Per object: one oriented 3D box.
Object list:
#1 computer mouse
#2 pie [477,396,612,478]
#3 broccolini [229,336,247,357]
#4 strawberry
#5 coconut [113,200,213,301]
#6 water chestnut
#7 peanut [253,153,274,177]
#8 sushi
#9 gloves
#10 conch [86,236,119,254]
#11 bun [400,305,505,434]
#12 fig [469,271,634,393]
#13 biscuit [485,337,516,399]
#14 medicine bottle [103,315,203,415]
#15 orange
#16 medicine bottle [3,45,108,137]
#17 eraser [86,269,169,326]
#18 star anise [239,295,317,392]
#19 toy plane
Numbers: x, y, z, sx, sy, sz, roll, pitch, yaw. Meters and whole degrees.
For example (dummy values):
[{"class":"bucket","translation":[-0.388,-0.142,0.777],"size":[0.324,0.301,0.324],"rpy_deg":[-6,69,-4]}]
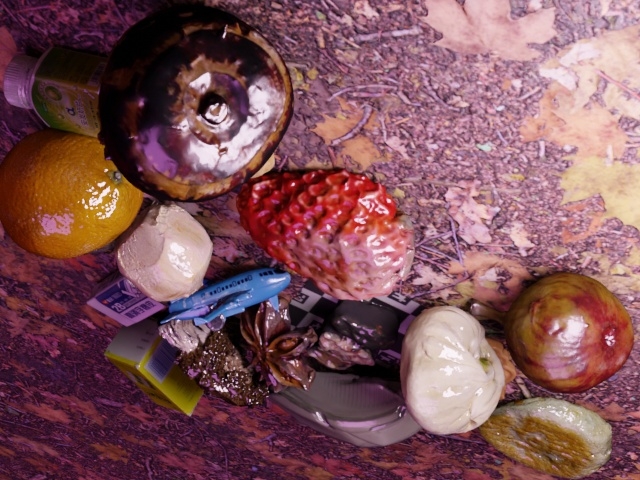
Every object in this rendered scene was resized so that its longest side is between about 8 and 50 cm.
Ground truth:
[{"class":"computer mouse","translation":[0.070,0.411,2.097],"size":[0.429,0.145,0.228],"rpy_deg":[0,156,26]},{"class":"pie","translation":[0.508,0.447,2.026],"size":[0.323,0.070,0.323],"rpy_deg":[16,146,12]},{"class":"broccolini","translation":[-0.255,0.267,2.189],"size":[0.074,0.058,0.201],"rpy_deg":[51,152,-20]},{"class":"strawberry","translation":[0.000,0.000,1.583],"size":[0.336,0.149,0.265],"rpy_deg":[16,147,7]},{"class":"coconut","translation":[-0.302,0.031,1.755],"size":[0.194,0.194,0.194],"rpy_deg":[13,145,9]},{"class":"water chestnut","translation":[-0.193,-0.199,1.308],"size":[0.300,0.300,0.300],"rpy_deg":[13,145,9]},{"class":"peanut","translation":[-0.185,-0.164,1.490],"size":[0.226,0.095,0.108],"rpy_deg":[20,149,-1]},{"class":"sushi","translation":[0.059,0.218,1.897],"size":[0.296,0.100,0.373],"rpy_deg":[27,145,-10]},{"class":"gloves","translation":[-0.244,0.270,2.008],"size":[0.312,0.135,0.210],"rpy_deg":[51,172,-5]},{"class":"conch","translation":[-0.475,-0.002,1.884],"size":[0.095,0.079,0.201],"rpy_deg":[13,165,-12]},{"class":"bun","translation":[0.260,0.253,1.708],"size":[0.160,0.259,0.259],"rpy_deg":[-9,137,44]},{"class":"fig","translation":[0.393,0.144,1.600],"size":[0.217,0.217,0.321],"rpy_deg":[44,167,-32]},{"class":"biscuit","translation":[0.344,0.279,1.905],"size":[0.144,0.040,0.236],"rpy_deg":[9,147,6]},{"class":"medicine bottle","translation":[-0.393,0.306,2.190],"size":[0.137,0.141,0.250],"rpy_deg":[8,146,36]},{"class":"orange","translation":[-0.449,-0.086,1.595],"size":[0.264,0.264,0.264],"rpy_deg":[13,145,9]},{"class":"medicine bottle","translation":[-0.427,-0.252,1.495],"size":[0.189,0.088,0.132],"rpy_deg":[13,146,9]},{"class":"eraser","translation":[-0.440,0.126,2.049],"size":[0.124,0.068,0.210],"rpy_deg":[34,144,-24]},{"class":"star anise","translation":[-0.088,0.218,1.925],"size":[0.214,0.220,0.099],"rpy_deg":[-12,179,41]},{"class":"toy plane","translation":[-0.193,0.119,1.836],"size":[0.271,0.254,0.105],"rpy_deg":[-9,105,-1]}]
